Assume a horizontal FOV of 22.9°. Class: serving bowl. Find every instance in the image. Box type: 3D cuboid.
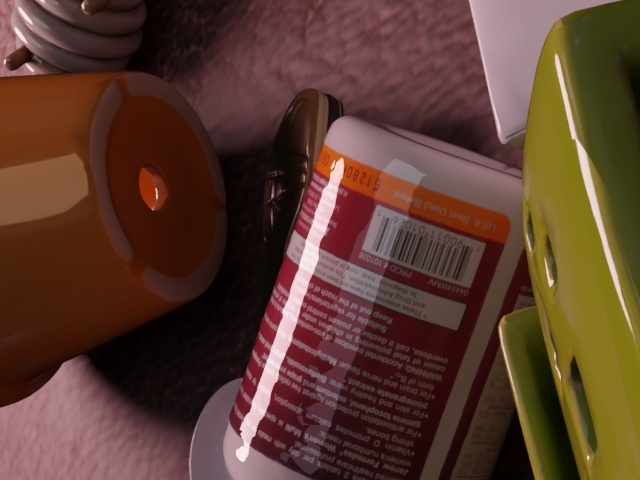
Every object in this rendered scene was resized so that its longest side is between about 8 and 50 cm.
[{"bbox_3d":[-0.032,0.114,0.828,0.083,0.027,0.083,-13,72,45],"label":"serving bowl"}]

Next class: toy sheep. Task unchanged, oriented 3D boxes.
[{"bbox_3d":[-0.150,-0.134,0.970,0.132,0.091,0.091,-57,46,28],"label":"toy sheep"}]

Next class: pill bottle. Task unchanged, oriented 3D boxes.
[{"bbox_3d":[0.027,0.065,0.708,0.121,0.121,0.221,27,101,46],"label":"pill bottle"}]

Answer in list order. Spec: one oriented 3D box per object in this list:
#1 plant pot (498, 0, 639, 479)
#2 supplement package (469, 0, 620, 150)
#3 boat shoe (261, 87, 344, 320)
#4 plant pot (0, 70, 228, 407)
[{"bbox_3d":[0.177,0.065,0.452,0.207,0.227,0.228,101,158,-64],"label":"plant pot"},{"bbox_3d":[0.186,-0.163,0.575,0.262,0.145,0.204,-28,61,39],"label":"supplement package"},{"bbox_3d":[0.000,0.000,0.806,0.056,0.049,0.152,-177,93,-66],"label":"boat shoe"},{"bbox_3d":[-0.163,-0.011,0.890,0.188,0.205,0.205,-12,72,28],"label":"plant pot"}]
